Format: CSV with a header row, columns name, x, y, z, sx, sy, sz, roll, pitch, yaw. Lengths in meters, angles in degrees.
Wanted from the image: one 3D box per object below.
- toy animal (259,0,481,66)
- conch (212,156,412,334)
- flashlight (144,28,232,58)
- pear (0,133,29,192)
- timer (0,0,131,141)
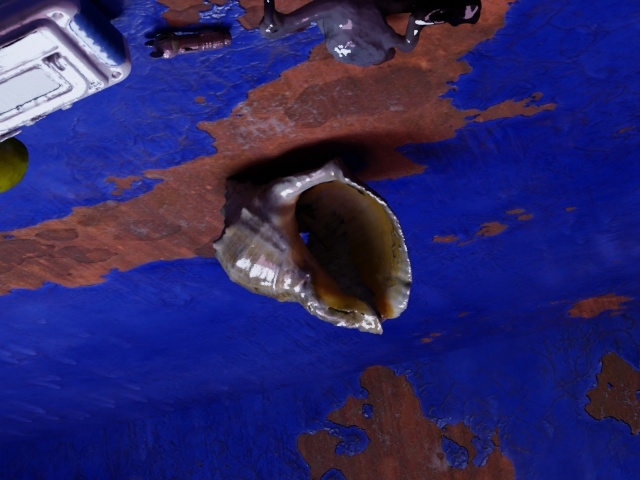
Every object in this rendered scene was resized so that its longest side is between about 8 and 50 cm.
name,x,y,z,sx,sy,sz,roll,pitch,yaw
toy animal,0.039,-0.273,1.583,0.324,0.090,0.195,-10,157,-27
conch,0.001,-0.011,2.137,0.352,0.210,0.297,33,123,-17
flashlight,-0.167,-0.253,1.633,0.110,0.052,0.031,-11,126,-15
pear,-0.472,-0.110,1.787,0.131,0.107,0.107,-2,160,-34
timer,-0.368,-0.205,1.534,0.253,0.078,0.178,-23,148,14
